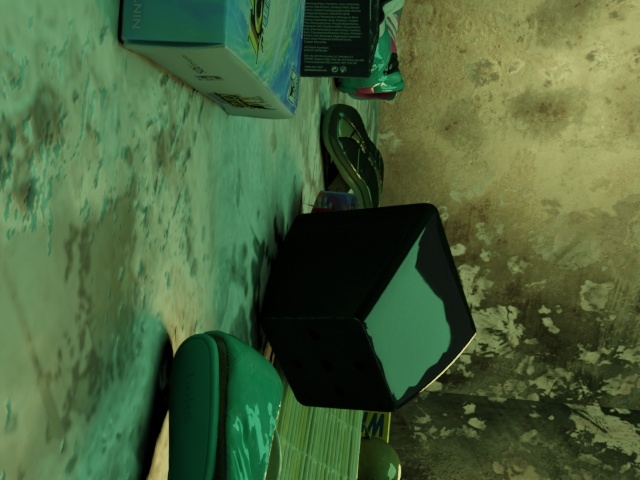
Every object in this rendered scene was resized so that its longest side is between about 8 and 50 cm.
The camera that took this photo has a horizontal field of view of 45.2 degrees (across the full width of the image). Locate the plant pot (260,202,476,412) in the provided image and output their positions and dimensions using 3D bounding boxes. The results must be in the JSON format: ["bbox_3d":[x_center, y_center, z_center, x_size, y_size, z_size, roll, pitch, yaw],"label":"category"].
[{"bbox_3d":[0.042,0.085,0.857,0.167,0.188,0.188,-51,128,-47],"label":"plant pot"}]

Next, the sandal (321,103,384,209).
[{"bbox_3d":[0.048,-0.127,1.340,0.302,0.086,0.120,61,36,-50],"label":"sandal"}]

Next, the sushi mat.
[{"bbox_3d":[-0.004,0.203,0.927,0.151,0.019,0.316,37,42,-29],"label":"sushi mat"}]

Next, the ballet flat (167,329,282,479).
[{"bbox_3d":[-0.060,0.180,0.481,0.087,0.083,0.247,27,56,-38],"label":"ballet flat"}]

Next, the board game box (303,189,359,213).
[{"bbox_3d":[0.000,0.000,1.011,0.169,0.033,0.133,-165,-98,-66],"label":"board game box"}]

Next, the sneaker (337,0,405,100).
[{"bbox_3d":[0.101,-0.350,1.417,0.295,0.124,0.178,-63,153,-53],"label":"sneaker"}]

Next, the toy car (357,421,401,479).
[{"bbox_3d":[0.054,0.321,1.042,0.155,0.149,0.188,107,-28,-50],"label":"toy car"}]

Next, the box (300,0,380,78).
[{"bbox_3d":[0.026,-0.305,0.964,0.156,0.093,0.158,-77,167,-54],"label":"box"}]

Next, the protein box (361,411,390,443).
[{"bbox_3d":[0.085,0.383,1.681,0.201,0.136,0.199,73,23,-73],"label":"protein box"}]

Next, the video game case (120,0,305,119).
[{"bbox_3d":[-0.050,-0.231,0.502,0.244,0.061,0.269,-6,100,-82],"label":"video game case"}]
